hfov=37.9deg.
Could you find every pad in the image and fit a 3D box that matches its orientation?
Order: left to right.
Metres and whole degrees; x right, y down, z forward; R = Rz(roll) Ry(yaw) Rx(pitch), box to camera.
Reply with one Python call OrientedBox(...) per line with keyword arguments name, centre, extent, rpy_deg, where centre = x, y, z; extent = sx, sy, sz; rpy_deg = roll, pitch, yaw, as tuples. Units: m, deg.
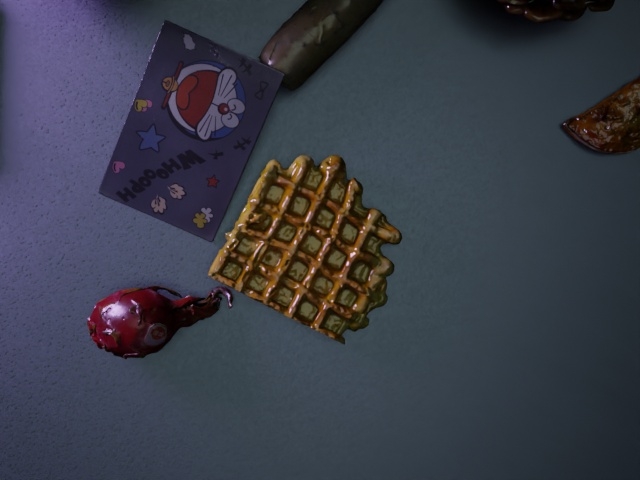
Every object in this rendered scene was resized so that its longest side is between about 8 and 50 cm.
OrientedBox(name="pad", centre=(-0.168, -0.136, 1.203), extent=(0.170, 0.006, 0.246), rpy_deg=(24, 105, -5))

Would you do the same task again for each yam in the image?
OrientedBox(name="yam", centre=(0.063, -0.350, 1.215), extent=(0.083, 0.083, 0.371), rpy_deg=(42, 89, -3))

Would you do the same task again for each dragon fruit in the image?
OrientedBox(name="dragon fruit", centre=(-0.203, 0.095, 1.195), extent=(0.190, 0.094, 0.094), rpy_deg=(-13, 91, -10))

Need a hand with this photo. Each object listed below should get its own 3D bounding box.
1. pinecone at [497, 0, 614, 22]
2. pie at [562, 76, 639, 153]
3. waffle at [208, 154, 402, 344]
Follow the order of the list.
OrientedBox(name="pinecone", centre=(0.296, -0.388, 1.150), extent=(0.243, 0.257, 0.244), rpy_deg=(2, 84, -19))
OrientedBox(name="pie", centre=(0.431, -0.176, 1.268), extent=(0.191, 0.033, 0.088), rpy_deg=(-35, 97, -3))
OrientedBox(name="waffle", centre=(0.000, 0.000, 1.224), extent=(0.229, 0.057, 0.219), rpy_deg=(26, 88, -5))
